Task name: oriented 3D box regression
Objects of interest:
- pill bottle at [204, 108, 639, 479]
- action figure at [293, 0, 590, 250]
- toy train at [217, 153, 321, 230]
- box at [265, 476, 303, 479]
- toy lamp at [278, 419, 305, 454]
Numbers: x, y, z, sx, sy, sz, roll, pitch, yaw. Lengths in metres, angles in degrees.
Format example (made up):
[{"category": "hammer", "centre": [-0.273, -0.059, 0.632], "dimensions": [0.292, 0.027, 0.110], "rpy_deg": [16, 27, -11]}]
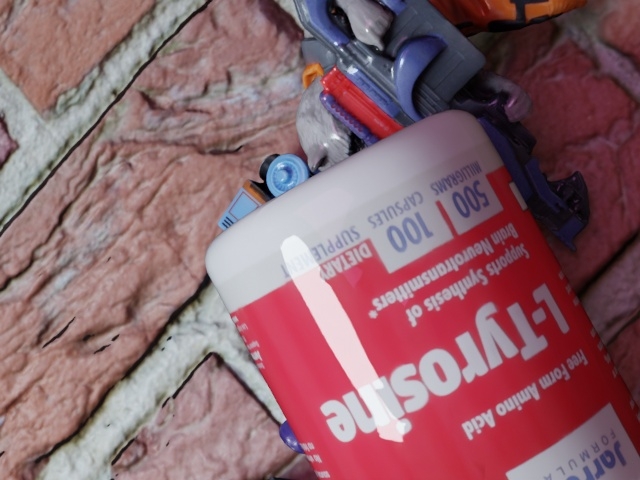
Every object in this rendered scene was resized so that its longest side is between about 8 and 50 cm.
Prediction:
[{"category": "pill bottle", "centre": [0.105, 0.130, 0.934], "dimensions": [0.229, 0.229, 0.407], "rpy_deg": [-29, 89, 15]}, {"category": "action figure", "centre": [0.123, -0.158, 1.087], "dimensions": [0.330, 0.178, 0.341], "rpy_deg": [-41, 107, -1]}, {"category": "toy train", "centre": [0.000, 0.000, 1.143], "dimensions": [0.184, 0.080, 0.105], "rpy_deg": [40, 104, 25]}, {"category": "box", "centre": [-0.062, 0.302, 1.085], "dimensions": [0.158, 0.093, 0.156], "rpy_deg": [-27, 68, 14]}, {"category": "toy lamp", "centre": [0.057, 0.259, 1.052], "dimensions": [0.080, 0.080, 0.274], "rpy_deg": [-34, 65, 13]}]
